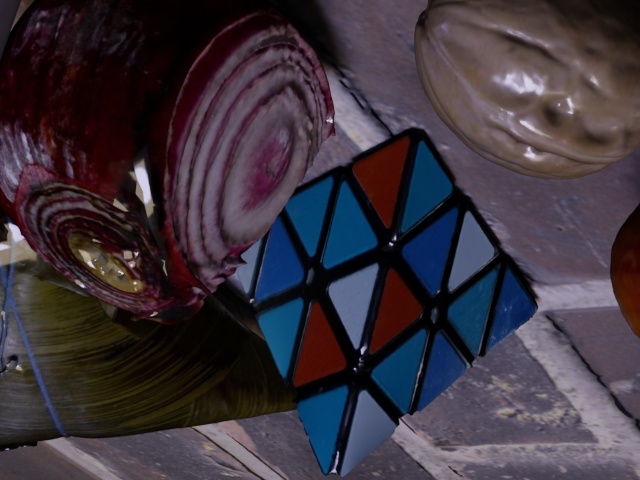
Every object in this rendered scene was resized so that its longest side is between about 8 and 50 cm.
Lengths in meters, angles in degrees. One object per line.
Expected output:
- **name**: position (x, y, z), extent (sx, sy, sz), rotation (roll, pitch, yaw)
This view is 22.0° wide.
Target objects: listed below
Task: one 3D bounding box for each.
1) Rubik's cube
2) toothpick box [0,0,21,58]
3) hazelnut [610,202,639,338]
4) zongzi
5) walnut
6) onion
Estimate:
- **Rubik's cube**: position (0.000, 0.000, 1.361), extent (0.234, 0.284, 0.250), rotation (20, 135, 37)
- **toothpick box**: position (-0.248, -0.159, 1.051), extent (0.111, 0.180, 0.111), rotation (9, 152, 5)
- **hazelnut**: position (0.313, 0.018, 1.168), extent (0.212, 0.181, 0.181), rotation (9, 124, 5)
- **zongzi**: position (-0.151, 0.042, 1.414), extent (0.432, 0.207, 0.403), rotation (5, 147, -15)
- **walnut**: position (0.139, -0.109, 1.025), extent (0.162, 0.140, 0.140), rotation (14, 154, -22)
- **onion**: position (-0.130, -0.092, 1.110), extent (0.206, 0.216, 0.207), rotation (17, 146, 28)
